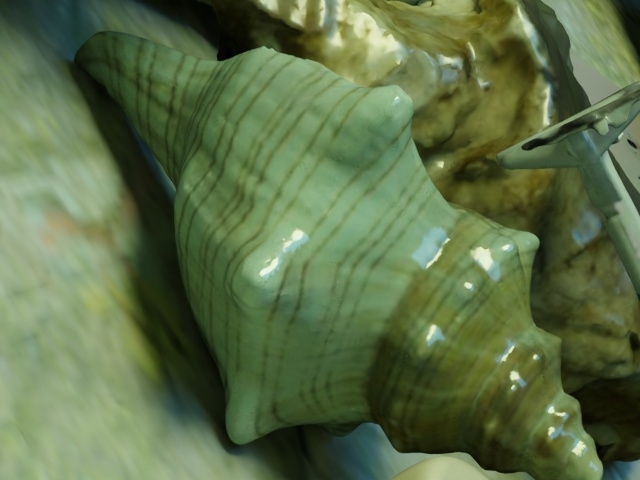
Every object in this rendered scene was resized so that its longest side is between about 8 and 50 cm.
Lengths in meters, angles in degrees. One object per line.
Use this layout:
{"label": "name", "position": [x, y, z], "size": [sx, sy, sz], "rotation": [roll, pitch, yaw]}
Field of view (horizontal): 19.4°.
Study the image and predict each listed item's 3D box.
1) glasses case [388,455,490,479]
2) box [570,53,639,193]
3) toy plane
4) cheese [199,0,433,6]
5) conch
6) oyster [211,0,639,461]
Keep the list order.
{"label": "glasses case", "position": [0.116, 0.227, 0.609], "size": [0.336, 0.076, 0.144], "rotation": [45, 29, -15]}
{"label": "box", "position": [0.160, -0.020, 0.990], "size": [0.129, 0.051, 0.130], "rotation": [27, 37, -41]}
{"label": "toy plane", "position": [0.146, 0.066, 0.747], "size": [0.273, 0.182, 0.107], "rotation": [44, 19, -12]}
{"label": "cheese", "position": [-0.050, -0.215, 0.833], "size": [0.318, 0.115, 0.326], "rotation": [50, 29, -6]}
{"label": "conch", "position": [0.000, 0.008, 0.644], "size": [0.234, 0.137, 0.114], "rotation": [39, 57, -4]}
{"label": "oyster", "position": [0.080, -0.015, 0.797], "size": [0.341, 0.110, 0.166], "rotation": [54, 30, -27]}
